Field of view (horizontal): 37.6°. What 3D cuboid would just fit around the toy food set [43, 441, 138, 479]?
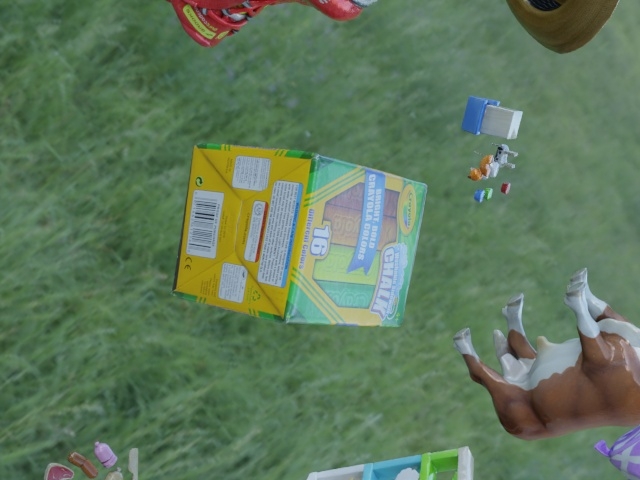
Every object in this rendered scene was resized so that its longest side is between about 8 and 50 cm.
[{"bbox_3d":[-0.283,0.284,1.139,0.122,0.077,0.019,1,0,-33],"label":"toy food set"}]

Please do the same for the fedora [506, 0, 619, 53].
[{"bbox_3d":[0.186,-0.227,0.638,0.194,0.079,0.194,173,-90,-73],"label":"fedora"}]

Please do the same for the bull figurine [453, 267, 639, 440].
[{"bbox_3d":[0.289,0.134,1.010,0.101,0.310,0.188,-34,91,-43],"label":"bull figurine"}]

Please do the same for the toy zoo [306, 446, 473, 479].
[{"bbox_3d":[0.064,0.385,1.291,0.192,0.293,0.030,-74,144,-55],"label":"toy zoo"}]

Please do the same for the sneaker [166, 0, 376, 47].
[{"bbox_3d":[-0.058,-0.204,0.756,0.107,0.118,0.279,31,3,-40],"label":"sneaker"}]

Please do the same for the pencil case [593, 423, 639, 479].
[{"bbox_3d":[0.318,0.230,0.751,0.086,0.088,0.206,-6,59,-55],"label":"pencil case"}]

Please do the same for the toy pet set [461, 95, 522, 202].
[{"bbox_3d":[0.193,-0.113,1.135,0.065,0.114,0.122,18,14,24],"label":"toy pet set"}]

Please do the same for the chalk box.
[{"bbox_3d":[0.000,0.000,0.808,0.132,0.132,0.213,9,2,38],"label":"chalk box"}]
